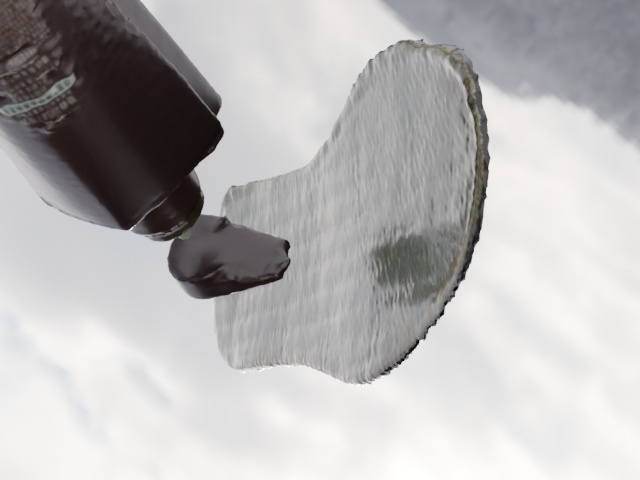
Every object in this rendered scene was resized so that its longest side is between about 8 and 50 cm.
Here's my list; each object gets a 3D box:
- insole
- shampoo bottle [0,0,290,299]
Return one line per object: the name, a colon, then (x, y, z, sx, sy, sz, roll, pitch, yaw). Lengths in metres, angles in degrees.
insole: (0.000, 0.000, 0.758, 0.009, 0.119, 0.348, 4, 172, -16)
shampoo bottle: (-0.086, -0.057, 0.670, 0.068, 0.067, 0.236, 19, 156, 37)
